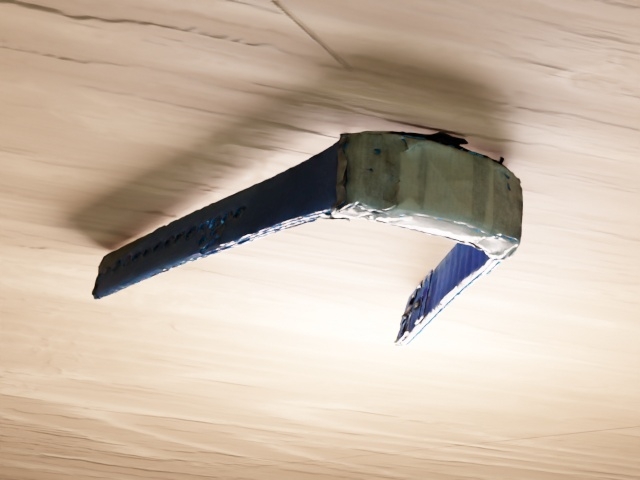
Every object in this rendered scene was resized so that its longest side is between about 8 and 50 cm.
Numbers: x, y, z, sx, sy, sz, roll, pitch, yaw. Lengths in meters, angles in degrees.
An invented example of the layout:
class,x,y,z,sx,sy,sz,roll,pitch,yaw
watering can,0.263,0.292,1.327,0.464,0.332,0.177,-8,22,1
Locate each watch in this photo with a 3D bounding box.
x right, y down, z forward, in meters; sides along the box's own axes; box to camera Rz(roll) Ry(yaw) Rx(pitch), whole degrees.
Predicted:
class,x,y,z,sx,sy,sz,roll,pitch,yaw
watch,-0.009,-0.004,1.002,0.276,0.068,0.274,9,158,-15
